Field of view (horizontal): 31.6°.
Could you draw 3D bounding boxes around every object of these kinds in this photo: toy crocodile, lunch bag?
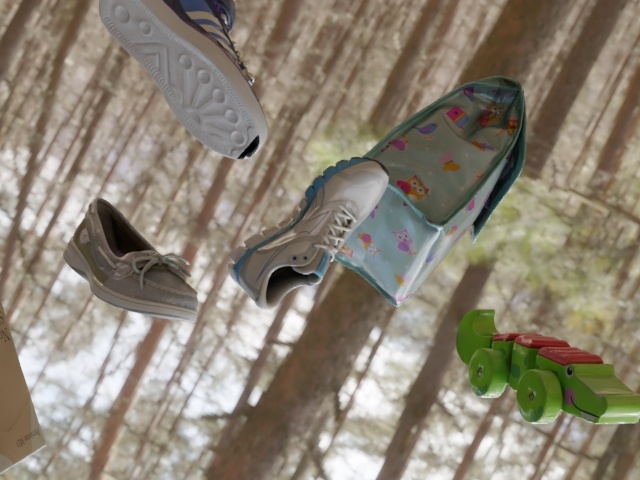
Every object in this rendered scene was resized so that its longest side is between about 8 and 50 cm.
[{"bbox_3d":[0.281,0.163,1.423,0.115,0.105,0.340,4,-175,-20],"label":"toy crocodile"},{"bbox_3d":[0.153,-0.075,1.456,0.160,0.262,0.223,40,149,11],"label":"lunch bag"}]

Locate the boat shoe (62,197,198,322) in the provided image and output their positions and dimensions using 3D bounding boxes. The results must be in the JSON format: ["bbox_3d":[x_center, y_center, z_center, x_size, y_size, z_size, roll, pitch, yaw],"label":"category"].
[{"bbox_3d":[-0.269,0.030,1.612,0.118,0.103,0.320,13,-170,-36],"label":"boat shoe"}]

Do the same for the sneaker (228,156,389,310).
[{"bbox_3d":[0.000,0.000,1.109,0.071,0.190,0.083,41,-171,-40],"label":"sneaker"}]

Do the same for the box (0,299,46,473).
[{"bbox_3d":[-0.416,0.105,1.204,0.148,0.121,0.311,-32,-75,-80],"label":"box"}]

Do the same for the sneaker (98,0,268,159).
[{"bbox_3d":[-0.151,-0.289,1.665,0.323,0.130,0.236,47,-141,-1],"label":"sneaker"}]
